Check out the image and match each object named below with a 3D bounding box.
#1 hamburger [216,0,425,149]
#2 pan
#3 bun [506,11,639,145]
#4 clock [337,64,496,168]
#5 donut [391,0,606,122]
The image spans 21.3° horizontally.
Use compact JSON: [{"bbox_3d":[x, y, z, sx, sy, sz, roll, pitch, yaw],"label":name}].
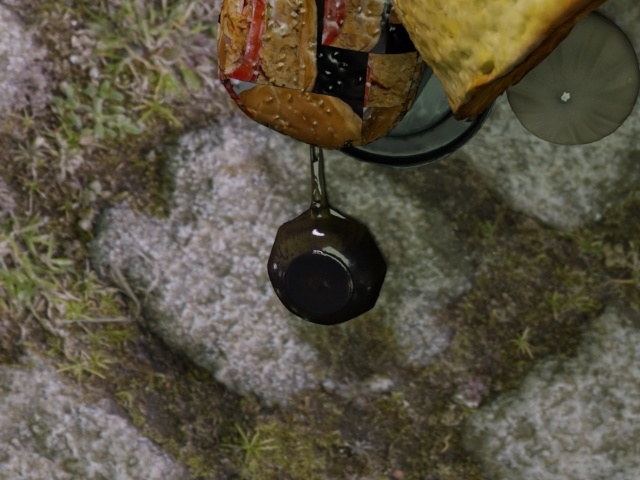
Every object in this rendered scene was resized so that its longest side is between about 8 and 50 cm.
[{"bbox_3d":[-0.001,-0.197,1.647,0.230,0.107,0.231,5,120,8],"label":"hamburger"},{"bbox_3d":[-0.015,0.005,1.820,0.128,0.048,0.202,-23,106,22],"label":"pan"},{"bbox_3d":[0.244,-0.154,1.665,0.138,0.094,0.138,4,111,11],"label":"bun"},{"bbox_3d":[0.074,-0.185,1.716,0.226,0.049,0.226,5,113,12],"label":"clock"},{"bbox_3d":[0.216,-0.279,1.425,0.377,0.435,0.163,-41,89,-8],"label":"donut"}]
